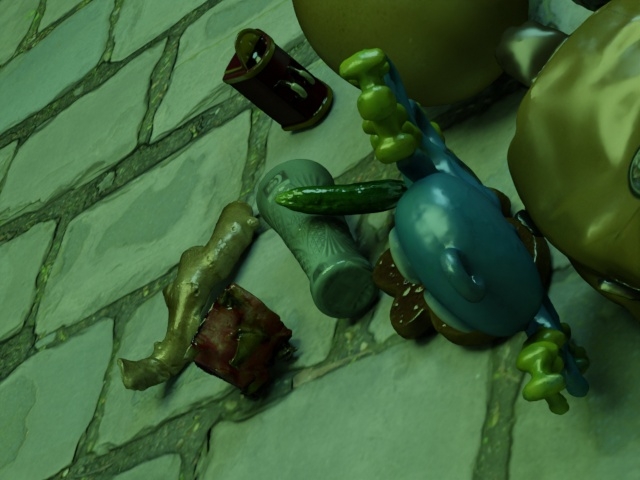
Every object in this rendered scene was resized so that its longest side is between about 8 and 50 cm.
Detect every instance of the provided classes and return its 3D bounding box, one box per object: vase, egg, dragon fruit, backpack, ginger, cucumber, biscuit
[{"bbox_3d":[0.000,0.000,1.769,0.096,0.096,0.219,-46,33,12],"label":"vase"},{"bbox_3d":[0.100,-0.277,1.756,0.250,0.250,0.322,-48,35,10],"label":"egg"},{"bbox_3d":[-0.083,0.122,1.754,0.102,0.096,0.147,-55,-14,-10],"label":"dragon fruit"},{"bbox_3d":[0.328,-0.116,1.313,0.378,0.201,0.353,-55,33,2],"label":"backpack"},{"bbox_3d":[-0.161,0.066,1.946,0.089,0.075,0.288,17,66,36],"label":"ginger"},{"bbox_3d":[0.034,-0.046,1.733,0.039,0.168,0.039,176,90,-81],"label":"cucumber"},{"bbox_3d":[0.142,0.029,1.585,0.180,0.039,0.236,-53,30,-4],"label":"biscuit"}]

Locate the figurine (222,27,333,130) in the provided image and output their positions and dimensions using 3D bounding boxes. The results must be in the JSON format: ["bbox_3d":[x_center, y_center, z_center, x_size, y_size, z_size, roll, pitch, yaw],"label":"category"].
[{"bbox_3d":[-0.052,-0.205,1.995,0.082,0.154,0.098,-57,33,-8],"label":"figurine"}]

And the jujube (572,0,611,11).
[{"bbox_3d":[0.314,-0.368,1.545,0.246,0.215,0.308,134,153,-65],"label":"jujube"}]

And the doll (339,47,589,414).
[{"bbox_3d":[0.111,-0.009,1.364,0.099,0.346,0.341,-33,6,7],"label":"doll"}]
